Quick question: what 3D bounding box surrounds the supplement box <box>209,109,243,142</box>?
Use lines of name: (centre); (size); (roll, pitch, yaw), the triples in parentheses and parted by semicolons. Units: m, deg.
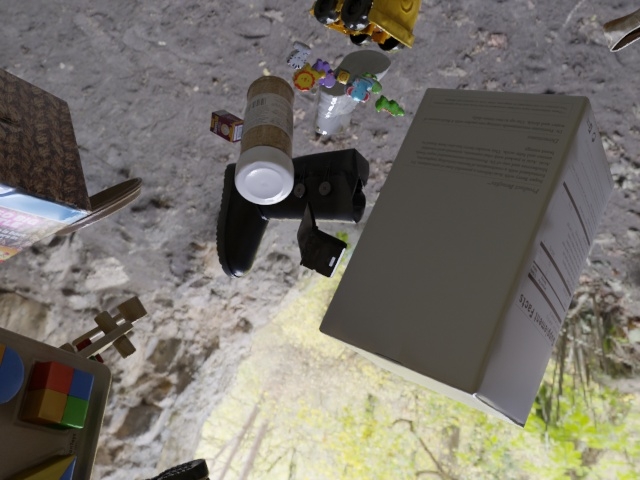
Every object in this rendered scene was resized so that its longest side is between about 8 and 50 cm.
supplement box: (-0.237, -0.291, 1.480); (0.083, 0.043, 0.055); (30, 126, 26)

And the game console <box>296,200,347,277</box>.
game console: (0.000, 0.000, 1.143); (0.107, 0.071, 0.122); (25, 142, 3)

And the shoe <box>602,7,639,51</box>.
shoe: (0.664, -0.442, 1.171); (0.076, 0.058, 0.219); (3, 178, -16)

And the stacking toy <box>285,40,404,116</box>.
stacking toy: (0.041, -0.302, 1.117); (0.221, 0.167, 0.052); (17, 119, -21)

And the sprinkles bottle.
sprinkles bottle: (-0.118, -0.236, 1.304); (0.121, 0.355, 0.121); (-1, 133, -1)

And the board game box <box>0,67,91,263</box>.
board game box: (-0.418, -0.051, 0.543); (0.291, 0.141, 0.232); (-26, 160, 16)

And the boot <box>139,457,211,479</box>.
boot: (-0.240, 0.413, 0.827); (0.198, 0.137, 0.077); (-19, 176, 0)

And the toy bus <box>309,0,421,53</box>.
toy bus: (0.109, -0.515, 1.188); (0.149, 0.211, 0.220); (11, -167, -43)

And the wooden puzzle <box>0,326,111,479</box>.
wooden puzzle: (-0.490, 0.303, 0.909); (0.080, 0.322, 0.348); (-15, 147, 30)

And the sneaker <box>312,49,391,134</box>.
sneaker: (0.075, -0.399, 1.582); (0.108, 0.292, 0.169); (37, 142, 15)

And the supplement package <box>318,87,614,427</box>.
supplement package: (0.163, 0.014, 0.614); (0.177, 0.293, 0.175); (17, 166, 39)

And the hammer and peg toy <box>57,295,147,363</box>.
hammer and peg toy: (-0.566, 0.285, 1.385); (0.266, 0.361, 0.127); (-35, 92, 28)

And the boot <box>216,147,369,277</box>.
boot: (-0.081, -0.070, 1.712); (0.445, 0.367, 0.146); (-1, 176, 23)

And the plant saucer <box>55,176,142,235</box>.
plant saucer: (-0.585, -0.086, 1.513); (0.278, 0.278, 0.041); (-12, 112, 30)
